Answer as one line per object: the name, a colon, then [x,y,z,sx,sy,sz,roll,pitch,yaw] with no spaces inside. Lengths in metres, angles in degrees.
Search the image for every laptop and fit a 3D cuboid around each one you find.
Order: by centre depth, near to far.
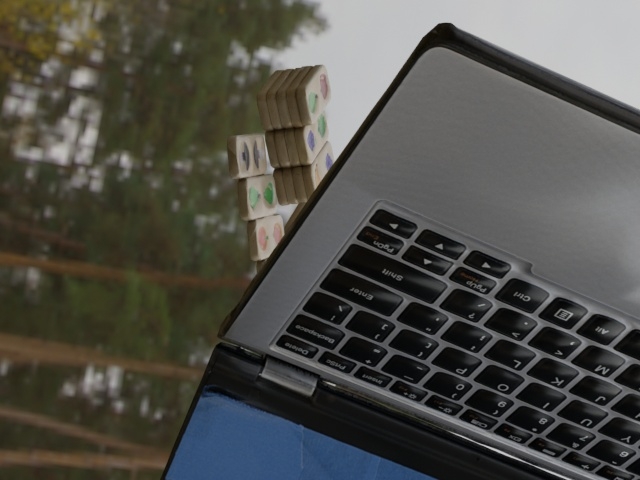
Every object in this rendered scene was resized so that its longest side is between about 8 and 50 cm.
laptop: [0.119,0.174,0.742,0.408,0.381,0.236,126,-18,-51]

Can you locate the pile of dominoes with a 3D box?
pile of dominoes: [0.000,0.000,1.189,0.196,0.040,0.251,-60,142,-60]
